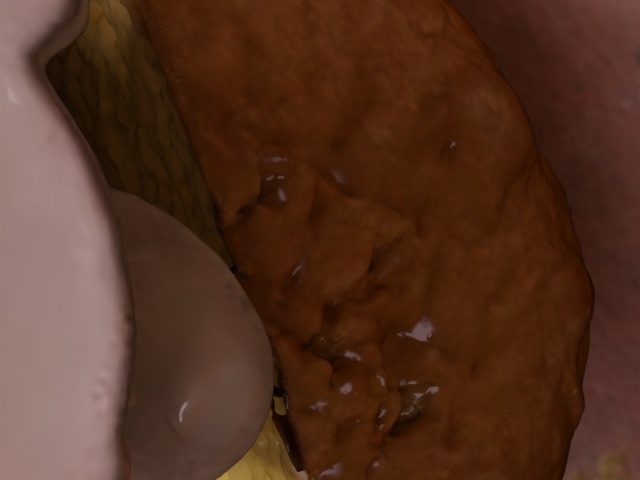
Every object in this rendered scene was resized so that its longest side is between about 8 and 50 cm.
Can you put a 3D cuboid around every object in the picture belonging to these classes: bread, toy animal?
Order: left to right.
[{"bbox_3d":[-0.150,-0.004,0.553,0.271,0.206,0.265,33,172,-8],"label":"toy animal"},{"bbox_3d":[0.000,0.000,0.621,0.143,0.139,0.229,-6,104,58],"label":"bread"}]
